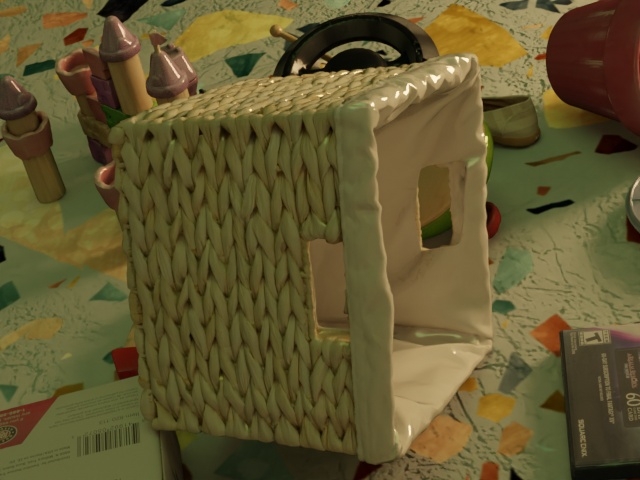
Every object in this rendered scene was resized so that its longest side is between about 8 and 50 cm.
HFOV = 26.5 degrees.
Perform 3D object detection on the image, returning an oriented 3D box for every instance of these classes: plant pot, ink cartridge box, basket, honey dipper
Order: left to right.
[{"bbox_3d":[-0.233,0.276,1.272,0.207,0.117,0.283,-14,36,0],"label":"ink cartridge box"},{"bbox_3d":[0.000,0.000,1.323,0.266,0.328,0.331,2,16,24],"label":"basket"},{"bbox_3d":[0.000,-0.258,1.868,0.161,0.030,0.030,31,51,15],"label":"honey dipper"},{"bbox_3d":[0.389,-0.228,1.690,0.201,0.201,0.180,-36,27,-28],"label":"plant pot"}]

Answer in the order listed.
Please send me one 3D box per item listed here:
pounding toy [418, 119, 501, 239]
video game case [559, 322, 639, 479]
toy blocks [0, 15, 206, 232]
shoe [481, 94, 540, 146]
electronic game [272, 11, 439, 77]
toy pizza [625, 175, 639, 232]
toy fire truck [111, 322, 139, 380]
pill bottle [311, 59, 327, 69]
[{"bbox_3d":[0.130,-0.045,1.616,0.237,0.110,0.183,-28,39,32],"label":"pounding toy"},{"bbox_3d":[0.377,0.147,1.324,0.274,0.026,0.196,-7,37,11],"label":"video game case"},{"bbox_3d":[-0.238,-0.194,1.775,0.309,0.260,0.288,-37,42,-28],"label":"toy blocks"},{"bbox_3d":[0.179,-0.165,1.770,0.219,0.058,0.076,5,41,24],"label":"shoe"},{"bbox_3d":[0.046,-0.213,1.791,0.229,0.048,0.229,-7,55,10],"label":"electronic game"},{"bbox_3d":[0.449,-0.039,1.539,0.201,0.032,0.201,-8,36,6],"label":"toy pizza"},{"bbox_3d":[-0.166,0.092,1.552,0.135,0.047,0.192,-13,36,3],"label":"toy fire truck"},{"bbox_3d":[-0.007,-0.193,1.861,0.065,0.065,0.116,-7,36,9],"label":"pill bottle"}]
